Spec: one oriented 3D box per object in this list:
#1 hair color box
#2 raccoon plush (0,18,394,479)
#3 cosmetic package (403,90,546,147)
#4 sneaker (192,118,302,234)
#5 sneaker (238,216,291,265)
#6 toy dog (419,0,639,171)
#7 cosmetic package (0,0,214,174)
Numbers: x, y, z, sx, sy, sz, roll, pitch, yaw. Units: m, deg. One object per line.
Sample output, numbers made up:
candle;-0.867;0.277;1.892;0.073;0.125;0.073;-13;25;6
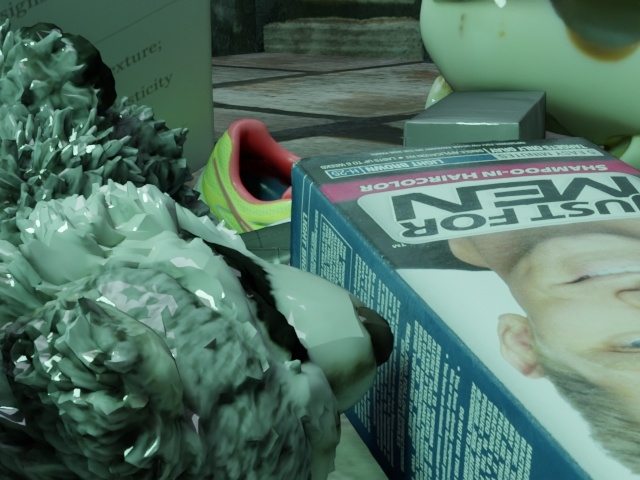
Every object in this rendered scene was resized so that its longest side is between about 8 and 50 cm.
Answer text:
hair color box;0.116;0.058;0.528;0.173;0.105;0.347;-6;23;-17
raccoon plush;-0.189;0.098;0.523;0.446;0.216;0.299;-30;26;7
cosmetic package;0.144;-0.062;1.133;0.107;0.127;0.238;2;11;13
sneaker;0.000;0.000;0.802;0.208;0.094;0.081;36;48;17
sneaker;-0.074;0.050;0.733;0.295;0.105;0.147;-2;13;26
toy dog;0.328;-0.214;1.292;0.407;0.285;0.395;11;-22;19
cosmetic package;-0.286;-0.194;0.759;0.329;0.394;0.327;-32;60;-26
